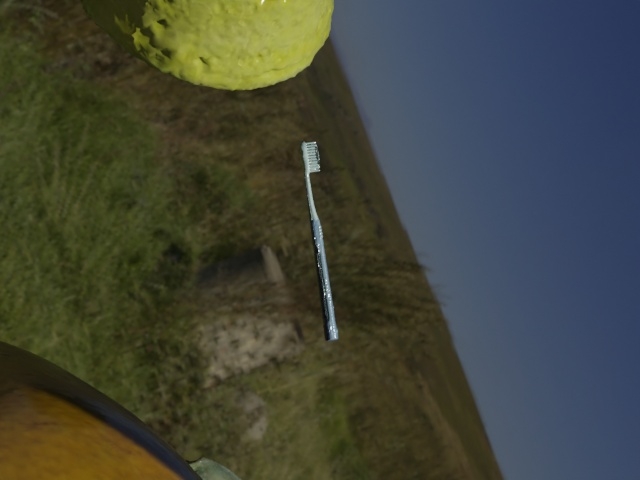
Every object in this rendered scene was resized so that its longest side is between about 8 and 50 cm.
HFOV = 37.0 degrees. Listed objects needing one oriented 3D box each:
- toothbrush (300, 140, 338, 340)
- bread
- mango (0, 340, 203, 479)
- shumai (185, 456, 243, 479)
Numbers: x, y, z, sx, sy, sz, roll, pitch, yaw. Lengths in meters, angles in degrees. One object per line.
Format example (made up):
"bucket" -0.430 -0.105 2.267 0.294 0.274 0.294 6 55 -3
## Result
"toothbrush" 0.000 0.000 1.041 0.016 0.019 0.220 156 -73 -79
"bread" -0.117 -0.385 1.168 0.308 0.348 0.348 123 -45 -53
"mango" -0.182 0.184 0.571 0.378 0.221 0.264 35 -15 51
"shumai" -0.197 0.341 1.011 0.330 0.288 0.292 51 17 -20
